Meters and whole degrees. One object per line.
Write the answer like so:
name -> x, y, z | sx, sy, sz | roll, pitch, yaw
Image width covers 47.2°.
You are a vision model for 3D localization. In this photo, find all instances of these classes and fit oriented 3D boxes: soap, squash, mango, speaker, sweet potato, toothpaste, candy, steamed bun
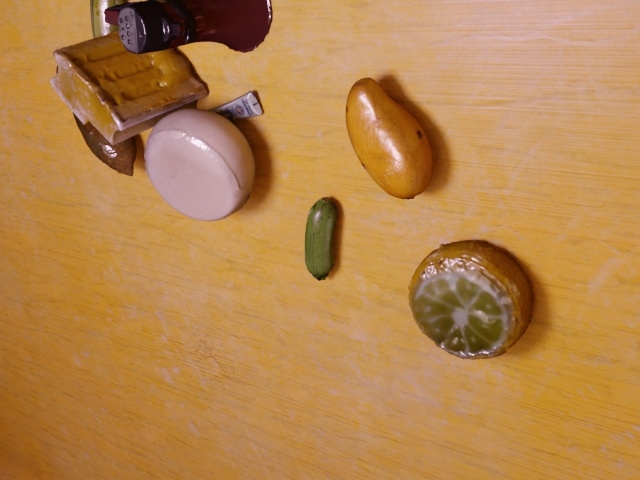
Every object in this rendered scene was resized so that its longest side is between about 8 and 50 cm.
soap -> -0.457, -0.378, 1.765 | 0.259, 0.281, 0.143 | 46, 135, 12
squash -> -0.541, -0.540, 1.883 | 0.095, 0.094, 0.340 | 19, 123, 31
mango -> 0.139, -0.206, 1.488 | 0.157, 0.109, 0.262 | -24, 91, 53
speaker -> -0.308, -0.500, 1.565 | 0.259, 0.330, 0.198 | 45, 133, 21
squash -> 0.000, 0.000, 1.726 | 0.068, 0.077, 0.219 | 28, 129, 36
sweet potato -> -0.630, -0.356, 2.033 | 0.422, 0.130, 0.130 | 54, 134, 13
toothpaste -> -0.239, -0.309, 1.788 | 0.239, 0.039, 0.062 | -9, 115, 40
candy -> 0.310, 0.124, 1.515 | 0.260, 0.118, 0.259 | 16, 122, 27
steamed bun -> -0.278, -0.195, 1.773 | 0.283, 0.177, 0.283 | 16, 135, 16
